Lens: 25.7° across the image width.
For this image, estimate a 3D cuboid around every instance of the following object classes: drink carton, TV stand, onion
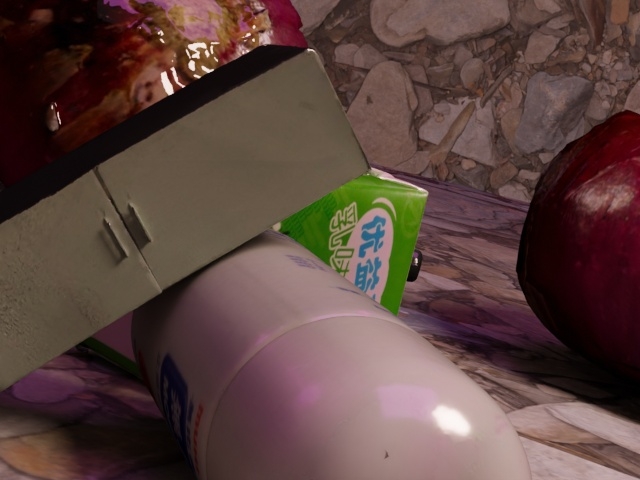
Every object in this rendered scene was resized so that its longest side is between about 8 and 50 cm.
[{"bbox_3d":[-0.046,0.014,1.008,0.108,0.161,0.271,19,9,33],"label":"drink carton"},{"bbox_3d":[-0.114,-0.010,0.767,0.269,0.083,0.088,-32,20,-13],"label":"TV stand"},{"bbox_3d":[-0.201,-0.131,1.399,0.348,0.348,0.385,11,-27,-23],"label":"onion"},{"bbox_3d":[0.406,-0.041,1.302,0.398,0.420,0.398,23,9,-4],"label":"onion"}]

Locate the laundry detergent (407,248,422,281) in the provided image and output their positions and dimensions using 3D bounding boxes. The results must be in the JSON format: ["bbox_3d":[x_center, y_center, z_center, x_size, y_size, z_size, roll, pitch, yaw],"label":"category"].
[{"bbox_3d":[0.000,0.000,1.530,0.226,0.070,0.099,14,1,3],"label":"laundry detergent"}]

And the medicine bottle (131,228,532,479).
[{"bbox_3d":[-0.005,0.085,0.694,0.130,0.130,0.341,12,8,-19],"label":"medicine bottle"}]
